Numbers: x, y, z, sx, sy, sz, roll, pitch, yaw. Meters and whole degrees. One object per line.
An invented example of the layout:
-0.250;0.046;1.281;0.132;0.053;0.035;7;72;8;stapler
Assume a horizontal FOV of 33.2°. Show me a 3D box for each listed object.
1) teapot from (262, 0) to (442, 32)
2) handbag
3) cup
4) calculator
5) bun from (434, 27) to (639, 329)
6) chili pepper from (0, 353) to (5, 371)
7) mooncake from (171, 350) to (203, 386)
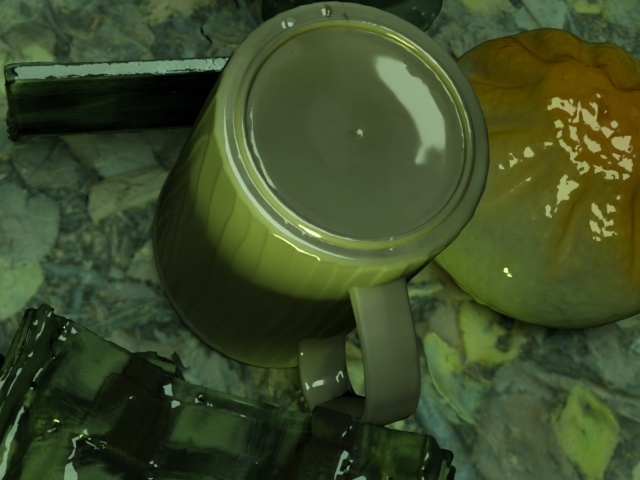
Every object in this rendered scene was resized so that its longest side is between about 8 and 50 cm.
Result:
0.020;-0.324;1.008;0.223;0.285;0.305;-7;39;-4;teapot
-0.096;0.241;0.674;0.325;0.162;0.327;17;75;7;handbag
-0.018;-0.006;0.831;0.208;0.273;0.288;17;67;-12;cup
-0.134;-0.123;0.917;0.262;0.161;0.021;-5;79;-16;calculator
0.227;-0.075;0.975;0.299;0.165;0.298;6;64;-11;bun
-0.277;0.146;0.817;0.122;0.065;0.278;-11;66;-3;chili pepper
-0.197;0.228;0.803;0.347;0.057;0.150;-35;86;-25;mooncake
